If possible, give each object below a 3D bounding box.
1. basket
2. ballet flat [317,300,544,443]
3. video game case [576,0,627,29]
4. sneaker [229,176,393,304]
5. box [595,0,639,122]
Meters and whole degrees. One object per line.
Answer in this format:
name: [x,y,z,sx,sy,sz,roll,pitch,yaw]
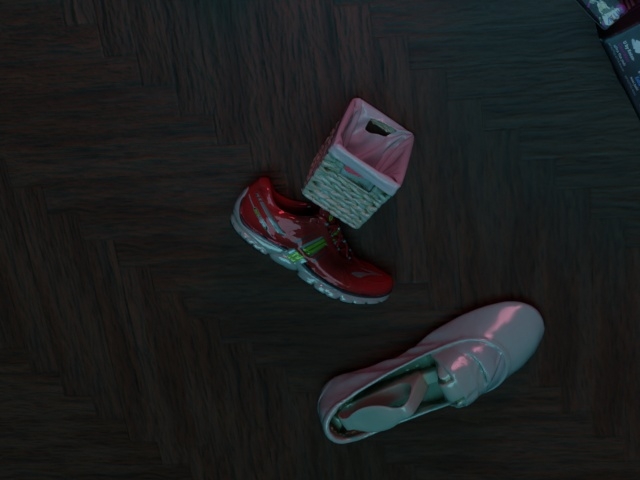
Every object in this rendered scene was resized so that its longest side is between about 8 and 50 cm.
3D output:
basket: [0.053,-0.109,1.607,0.113,0.167,0.103,33,123,-8]
ballet flat: [0.171,0.226,1.773,0.400,0.139,0.139,-25,110,20]
video game case: [0.288,-0.375,1.395,0.042,0.232,0.210,-40,104,22]
sneaker: [0.000,0.000,1.706,0.279,0.107,0.118,30,108,-9]
box: [0.505,-0.281,1.444,0.270,0.165,0.143,-26,109,20]
